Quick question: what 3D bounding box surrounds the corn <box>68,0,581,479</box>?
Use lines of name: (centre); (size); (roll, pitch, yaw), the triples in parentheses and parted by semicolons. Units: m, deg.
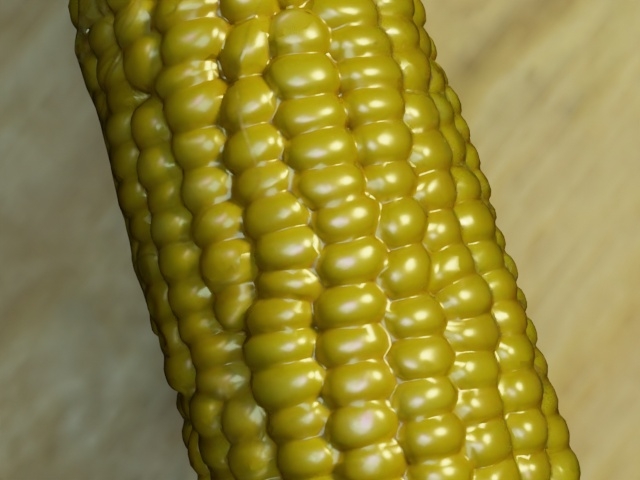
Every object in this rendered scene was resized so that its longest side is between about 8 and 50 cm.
corn: (0.000, 0.000, 0.393); (0.101, 0.101, 0.310); (-15, 89, 1)
